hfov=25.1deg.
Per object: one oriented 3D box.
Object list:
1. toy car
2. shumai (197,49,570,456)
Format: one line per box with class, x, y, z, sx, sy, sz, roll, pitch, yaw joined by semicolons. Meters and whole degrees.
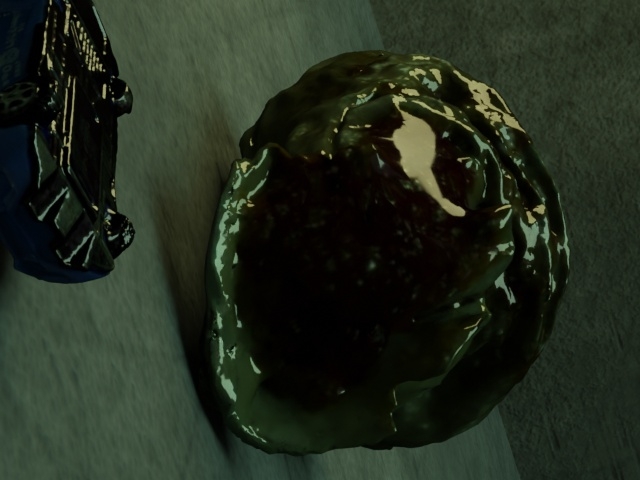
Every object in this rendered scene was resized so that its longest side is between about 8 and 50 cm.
toy car;-0.140;-0.067;0.730;0.216;0.063;0.103;-100;169;-51
shumai;0.000;0.000;1.064;0.288;0.292;0.330;-4;67;-41
